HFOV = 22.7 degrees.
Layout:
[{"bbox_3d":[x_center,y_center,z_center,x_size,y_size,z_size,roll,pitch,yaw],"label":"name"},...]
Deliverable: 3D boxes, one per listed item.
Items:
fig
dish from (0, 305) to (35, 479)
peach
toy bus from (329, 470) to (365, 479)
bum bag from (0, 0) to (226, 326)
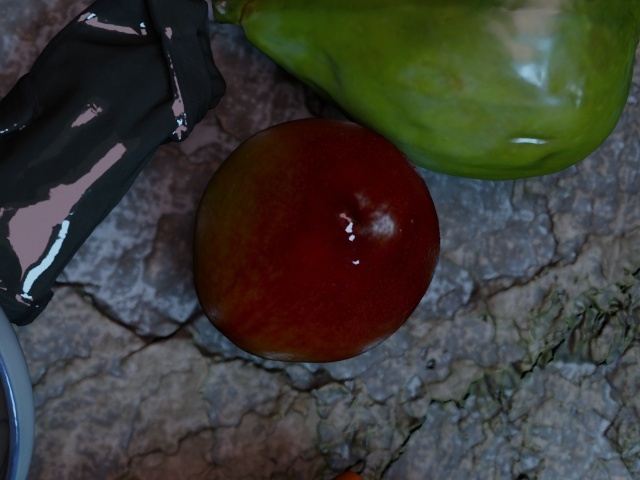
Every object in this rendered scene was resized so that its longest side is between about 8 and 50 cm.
[{"bbox_3d":[0.102,-0.148,1.233,0.314,0.233,0.233,-14,84,23],"label":"fig"},{"bbox_3d":[-0.306,0.095,1.109,0.273,0.134,0.273,4,107,15],"label":"dish"},{"bbox_3d":[0.000,0.000,1.165,0.197,0.197,0.197,2,81,-13],"label":"peach"},{"bbox_3d":[-0.033,0.266,1.122,0.329,0.143,0.153,-14,65,-28],"label":"toy bus"},{"bbox_3d":[-0.191,-0.062,1.192,0.142,0.080,0.326,43,78,3],"label":"bum bag"}]
